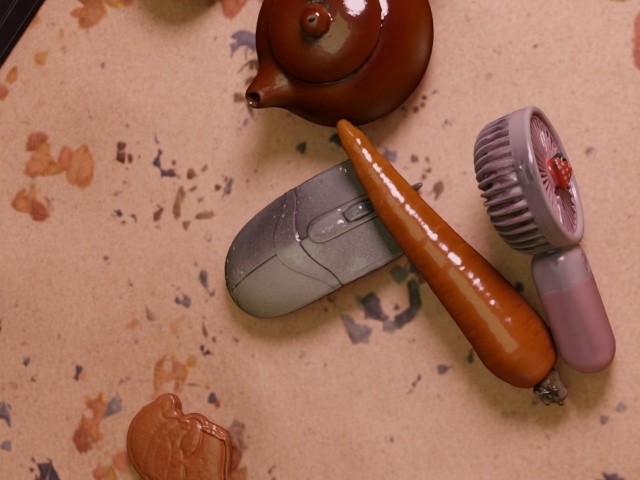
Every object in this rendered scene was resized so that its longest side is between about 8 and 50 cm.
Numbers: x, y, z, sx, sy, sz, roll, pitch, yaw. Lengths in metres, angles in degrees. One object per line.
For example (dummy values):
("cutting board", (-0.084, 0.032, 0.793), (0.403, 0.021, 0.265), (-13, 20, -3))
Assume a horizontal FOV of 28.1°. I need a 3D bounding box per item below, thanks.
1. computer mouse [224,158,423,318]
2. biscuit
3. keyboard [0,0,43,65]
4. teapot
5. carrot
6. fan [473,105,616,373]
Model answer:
("computer mouse", (-0.003, 0.001, 1.247), (0.229, 0.068, 0.113), (-32, 78, 17))
("biscuit", (-0.144, 0.221, 1.317), (0.130, 0.019, 0.102), (38, 102, 18))
("keyboard", (-0.347, -0.258, 1.427), (0.067, 0.011, 0.202), (40, 101, 20))
("teapot", (0.030, -0.212, 1.211), (0.252, 0.135, 0.178), (-44, 77, 15))
("carrot", (0.116, 0.020, 1.183), (0.069, 0.069, 0.336), (-42, 82, 15))
("fan", (0.209, 0.001, 1.144), (0.074, 0.130, 0.244), (-19, 94, 24))
